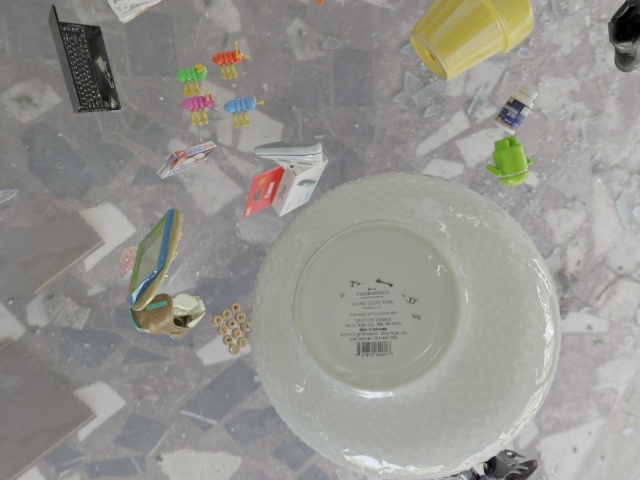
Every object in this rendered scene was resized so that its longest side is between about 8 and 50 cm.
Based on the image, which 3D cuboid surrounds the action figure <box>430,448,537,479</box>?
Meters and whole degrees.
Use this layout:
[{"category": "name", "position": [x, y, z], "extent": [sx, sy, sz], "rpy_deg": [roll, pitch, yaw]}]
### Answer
[{"category": "action figure", "position": [0.238, 0.368, 0.918], "extent": [0.285, 0.185, 0.099], "rpy_deg": [35, 132, -4]}]

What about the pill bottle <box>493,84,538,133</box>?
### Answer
[{"category": "pill bottle", "position": [0.527, -0.353, 1.393], "extent": [0.067, 0.067, 0.120], "rpy_deg": [25, 111, -17]}]

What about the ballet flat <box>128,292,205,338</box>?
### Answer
[{"category": "ballet flat", "position": [-0.369, 0.183, 1.330], "extent": [0.124, 0.342, 0.116], "rpy_deg": [-25, 77, -3]}]

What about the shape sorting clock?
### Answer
[{"category": "shape sorting clock", "position": [-0.311, 0.035, 0.984], "extent": [0.040, 0.206, 0.206], "rpy_deg": [28, 97, -32]}]

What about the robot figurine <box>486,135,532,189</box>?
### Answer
[{"category": "robot figurine", "position": [0.431, -0.176, 1.172], "extent": [0.101, 0.067, 0.115], "rpy_deg": [-23, 101, -19]}]

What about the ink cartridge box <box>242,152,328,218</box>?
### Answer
[{"category": "ink cartridge box", "position": [-0.127, -0.174, 1.797], "extent": [0.261, 0.296, 0.066], "rpy_deg": [-30, 77, -26]}]

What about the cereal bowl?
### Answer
[{"category": "cereal bowl", "position": [0.072, 0.075, 0.542], "extent": [0.339, 0.141, 0.339], "rpy_deg": [-5, 72, 17]}]

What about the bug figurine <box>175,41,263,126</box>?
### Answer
[{"category": "bug figurine", "position": [-0.285, -0.430, 1.431], "extent": [0.216, 0.279, 0.072], "rpy_deg": [-15, 151, -6]}]

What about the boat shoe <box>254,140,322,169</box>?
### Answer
[{"category": "boat shoe", "position": [-0.095, -0.239, 1.487], "extent": [0.083, 0.226, 0.076], "rpy_deg": [-34, 123, -47]}]

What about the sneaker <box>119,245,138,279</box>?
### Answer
[{"category": "sneaker", "position": [-0.404, 0.033, 1.171], "extent": [0.134, 0.051, 0.070], "rpy_deg": [-27, 77, 23]}]

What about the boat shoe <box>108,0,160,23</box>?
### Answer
[{"category": "boat shoe", "position": [-0.533, -0.768, 1.571], "extent": [0.277, 0.098, 0.096], "rpy_deg": [-23, 132, 20]}]

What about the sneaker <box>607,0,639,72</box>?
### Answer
[{"category": "sneaker", "position": [0.543, -0.364, 0.905], "extent": [0.106, 0.234, 0.078], "rpy_deg": [-38, 67, -2]}]

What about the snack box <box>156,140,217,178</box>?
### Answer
[{"category": "snack box", "position": [-0.299, -0.185, 1.170], "extent": [0.064, 0.178, 0.022], "rpy_deg": [-41, 93, 24]}]

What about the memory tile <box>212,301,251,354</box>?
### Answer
[{"category": "memory tile", "position": [-0.280, 0.286, 1.683], "extent": [0.113, 0.012, 0.148], "rpy_deg": [-35, 104, -34]}]

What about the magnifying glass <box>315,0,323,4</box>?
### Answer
[{"category": "magnifying glass", "position": [0.006, -0.721, 1.477], "extent": [0.026, 0.231, 0.092], "rpy_deg": [3, 130, 2]}]

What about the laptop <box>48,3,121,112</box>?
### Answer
[{"category": "laptop", "position": [-0.596, -0.459, 1.340], "extent": [0.136, 0.264, 0.234], "rpy_deg": [-4, 104, 24]}]

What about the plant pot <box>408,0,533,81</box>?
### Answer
[{"category": "plant pot", "position": [0.370, -0.555, 1.341], "extent": [0.239, 0.254, 0.254], "rpy_deg": [-40, 109, 8]}]
